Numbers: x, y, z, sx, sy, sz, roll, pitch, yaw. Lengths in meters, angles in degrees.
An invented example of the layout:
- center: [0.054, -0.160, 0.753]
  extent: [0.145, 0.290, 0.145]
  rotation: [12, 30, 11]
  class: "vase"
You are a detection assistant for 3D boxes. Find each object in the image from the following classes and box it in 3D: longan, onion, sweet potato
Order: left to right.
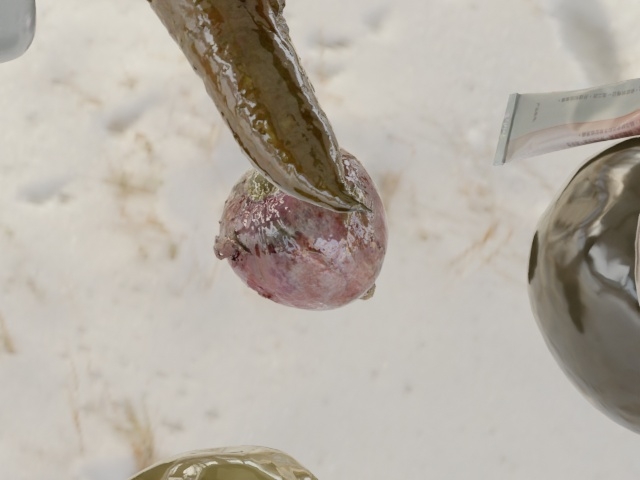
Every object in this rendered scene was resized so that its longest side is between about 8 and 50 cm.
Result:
- center: [-0.048, -0.120, 0.792]
  extent: [0.067, 0.067, 0.274]
  rotation: [-17, 72, -28]
  class: "sweet potato"
- center: [0.000, 0.000, 1.747]
  extent: [0.195, 0.159, 0.159]
  rotation: [45, 36, -37]
  class: "onion"
- center: [0.266, 0.040, 1.309]
  extent: [0.248, 0.248, 0.248]
  rotation: [9, 49, -10]
  class: "longan"

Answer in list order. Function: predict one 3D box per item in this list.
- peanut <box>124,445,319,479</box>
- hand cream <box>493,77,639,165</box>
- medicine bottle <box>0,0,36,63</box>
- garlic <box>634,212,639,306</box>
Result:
- center: [-0.114, 0.198, 0.770]
  extent: [0.149, 0.313, 0.149]
  rotation: [48, 18, -22]
  class: "peanut"
- center: [0.210, -0.089, 1.311]
  extent: [0.052, 0.216, 0.038]
  rotation: [-46, 116, -37]
  class: "hand cream"
- center: [-0.175, -0.087, 0.552]
  extent: [0.168, 0.105, 0.105]
  rotation: [-13, 55, -12]
  class: "medicine bottle"
- center: [0.216, 0.009, 0.556]
  extent: [0.259, 0.317, 0.317]
  rotation: [10, 35, 43]
  class: "garlic"
